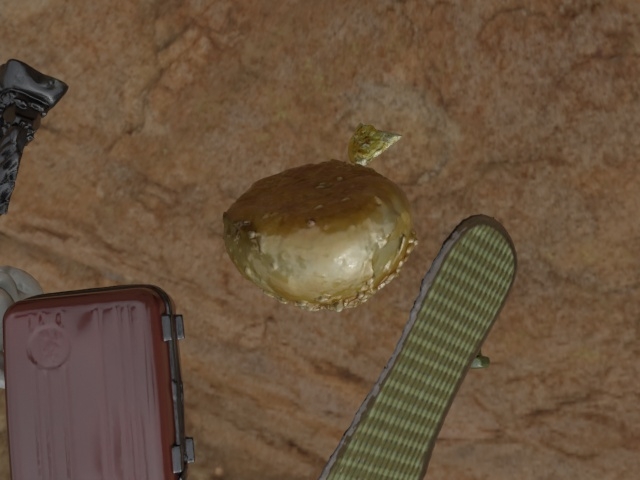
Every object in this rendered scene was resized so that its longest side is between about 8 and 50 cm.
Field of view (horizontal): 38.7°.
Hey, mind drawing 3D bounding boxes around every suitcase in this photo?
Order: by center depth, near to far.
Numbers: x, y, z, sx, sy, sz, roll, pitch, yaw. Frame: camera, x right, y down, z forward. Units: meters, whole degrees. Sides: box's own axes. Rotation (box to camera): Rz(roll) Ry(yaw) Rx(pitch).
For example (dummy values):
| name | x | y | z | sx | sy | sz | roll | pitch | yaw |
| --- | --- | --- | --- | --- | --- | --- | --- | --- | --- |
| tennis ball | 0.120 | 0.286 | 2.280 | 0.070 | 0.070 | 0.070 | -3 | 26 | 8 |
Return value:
| name | x | y | z | sx | sy | sz | roll | pitch | yaw |
| --- | --- | --- | --- | --- | --- | --- | --- | --- | --- |
| suitcase | -0.299 | 0.212 | 1.228 | 0.237 | 0.161 | 0.296 | -5 | 86 | 3 |

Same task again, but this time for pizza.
| name | x | y | z | sx | sy | sz | roll | pitch | yaw |
| --- | --- | --- | --- | --- | --- | --- | --- | --- | --- |
| pizza | 0.100 | -0.190 | 1.701 | 0.109 | 0.122 | 0.026 | -14 | 133 | 22 |

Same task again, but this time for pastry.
| name | x | y | z | sx | sy | sz | roll | pitch | yaw |
| --- | --- | --- | --- | --- | --- | --- | --- | --- | --- |
| pastry | 0.000 | 0.000 | 1.397 | 0.285 | 0.316 | 0.184 | -21 | 114 | -21 |

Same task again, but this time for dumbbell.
| name | x | y | z | sx | sy | sz | roll | pitch | yaw |
| --- | --- | --- | --- | --- | --- | --- | --- | --- | --- |
| dumbbell | 0.239 | 0.142 | 1.429 | 0.052 | 0.117 | 0.046 | 7 | 171 | -41 |

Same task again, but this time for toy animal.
| name | x | y | z | sx | sy | sz | roll | pitch | yaw |
| --- | --- | --- | --- | --- | --- | --- | --- | --- | --- |
| toy animal | -0.485 | 0.131 | 1.334 | 0.128 | 0.193 | 0.178 | -7 | 111 | 7 |

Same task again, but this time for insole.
| name | x | y | z | sx | sy | sz | roll | pitch | yaw |
| --- | --- | --- | --- | --- | --- | --- | --- | --- | --- |
| insole | 0.031 | 0.102 | 0.415 | 0.005 | 0.253 | 0.086 | 16 | 168 | 44 |

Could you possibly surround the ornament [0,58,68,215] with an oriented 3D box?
| name | x | y | z | sx | sy | sz | roll | pitch | yaw |
| --- | --- | --- | --- | --- | --- | --- | --- | --- | --- |
| ornament | -0.508 | -0.127 | 1.443 | 0.106 | 0.260 | 0.251 | 19 | 159 | -34 |
